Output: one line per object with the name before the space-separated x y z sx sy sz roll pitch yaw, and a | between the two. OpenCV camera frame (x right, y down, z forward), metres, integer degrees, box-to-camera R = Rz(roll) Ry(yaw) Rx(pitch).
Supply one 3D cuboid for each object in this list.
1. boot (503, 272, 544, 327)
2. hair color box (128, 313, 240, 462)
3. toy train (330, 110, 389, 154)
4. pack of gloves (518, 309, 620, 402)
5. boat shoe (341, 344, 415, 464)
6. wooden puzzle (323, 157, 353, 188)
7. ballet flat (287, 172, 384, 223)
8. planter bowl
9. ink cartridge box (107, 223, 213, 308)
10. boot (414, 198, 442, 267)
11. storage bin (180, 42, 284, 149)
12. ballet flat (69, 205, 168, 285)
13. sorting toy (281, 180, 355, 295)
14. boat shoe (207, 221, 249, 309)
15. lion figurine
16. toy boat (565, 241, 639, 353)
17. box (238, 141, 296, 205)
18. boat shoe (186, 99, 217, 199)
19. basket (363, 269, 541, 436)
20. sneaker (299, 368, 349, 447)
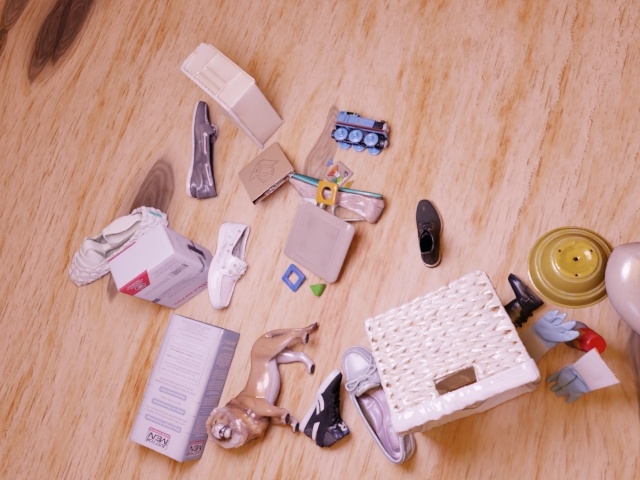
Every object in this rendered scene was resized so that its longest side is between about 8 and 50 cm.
boot | 0.501 0.157 1.400 0.099 0.045 0.121 -44 64 9
hair color box | -0.391 0.422 1.582 0.185 0.113 0.374 13 78 22
toy train | 0.123 -0.328 1.646 0.184 0.080 0.105 15 74 22
pack of gloves | 0.572 0.266 1.264 0.046 0.232 0.195 -24 67 -21
boat shoe | 0.144 0.419 1.408 0.118 0.103 0.320 -27 68 9
wooden puzzle | 0.055 -0.201 1.665 0.116 0.014 0.078 38 89 24
ballet flat | 0.031 -0.118 1.606 0.316 0.107 0.106 17 102 23
planter bowl | 0.634 0.056 1.357 0.217 0.090 0.217 -5 73 16
ink cartridge box | -0.454 0.086 1.614 0.197 0.273 0.114 -34 63 6
boot | 0.291 -0.037 1.472 0.077 0.137 0.197 -13 70 14
storage bin | -0.275 -0.457 1.714 0.123 0.262 0.260 -47 66 0
ballet flat | -0.698 0.003 1.795 0.409 0.147 0.147 -32 67 8
sorting toy | 0.000 0.000 1.571 0.196 0.047 0.347 29 108 30
boat shoe | -0.271 0.073 1.650 0.096 0.098 0.277 0 74 19
lion figurine | -0.159 0.394 1.518 0.240 0.142 0.392 6 62 28
toy boat | 0.720 0.155 1.271 0.318 0.148 0.267 -36 88 5
box | -0.171 -0.212 1.691 0.164 0.021 0.201 -38 40 6
boat shoe | -0.375 -0.297 1.795 0.096 0.112 0.335 3 81 1
basket | 0.304 0.275 1.275 0.328 0.331 0.266 -25 66 10
sneaker | 0.039 0.451 1.432 0.121 0.079 0.216 33 112 20
